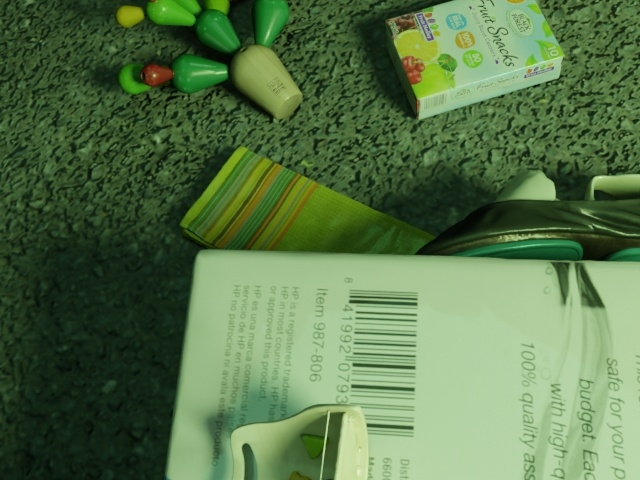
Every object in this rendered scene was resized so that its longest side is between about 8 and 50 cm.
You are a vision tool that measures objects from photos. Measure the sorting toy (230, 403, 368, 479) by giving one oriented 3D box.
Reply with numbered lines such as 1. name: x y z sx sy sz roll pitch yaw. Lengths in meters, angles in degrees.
1. sorting toy: -0.016 0.126 0.391 0.075 0.045 0.083 3 70 17

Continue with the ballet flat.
1. ballet flat: 0.203 -0.004 0.598 0.280 0.095 0.096 -1 54 -5

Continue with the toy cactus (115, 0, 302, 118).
1. toy cactus: -0.084 -0.196 0.724 0.219 0.112 0.180 -38 75 -21

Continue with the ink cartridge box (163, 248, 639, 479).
1. ink cartridge box: 0.113 0.168 0.469 0.394 0.166 0.286 2 69 8

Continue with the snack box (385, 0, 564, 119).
1. snack box: 0.142 -0.181 0.714 0.141 0.037 0.100 -16 64 -1

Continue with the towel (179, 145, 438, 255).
1. towel: 0.000 0.000 0.653 0.237 0.021 0.102 25 71 17
